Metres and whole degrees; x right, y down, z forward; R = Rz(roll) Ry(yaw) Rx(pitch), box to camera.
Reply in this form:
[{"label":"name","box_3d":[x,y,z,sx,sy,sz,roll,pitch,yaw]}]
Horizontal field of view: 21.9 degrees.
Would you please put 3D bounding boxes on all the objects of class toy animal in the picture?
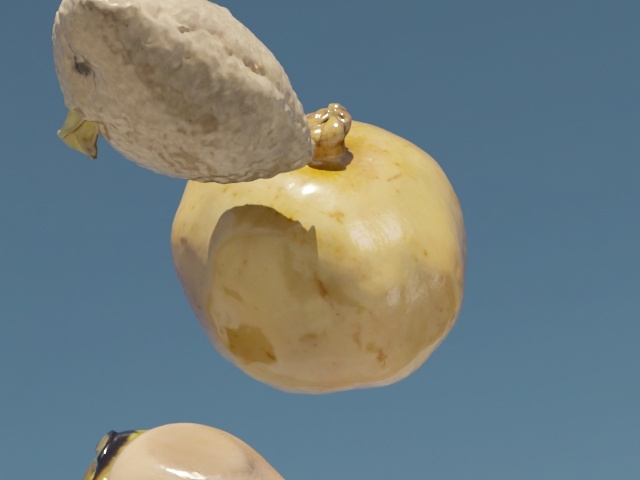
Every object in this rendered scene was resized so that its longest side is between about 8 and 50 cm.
[{"label":"toy animal","box_3d":[-0.100,0.285,1.686,0.250,0.166,0.154,33,-66,9]},{"label":"toy animal","box_3d":[-0.166,-0.178,1.948,0.358,0.188,0.226,35,-37,-20]}]

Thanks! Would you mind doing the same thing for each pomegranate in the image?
[{"label":"pomegranate","box_3d":[0.000,0.000,2.204,0.411,0.411,0.411,-4,-34,-3]}]

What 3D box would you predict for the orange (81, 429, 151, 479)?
[{"label":"orange","box_3d":[-0.293,0.432,2.217,0.210,0.368,0.271,35,-12,-7]}]
